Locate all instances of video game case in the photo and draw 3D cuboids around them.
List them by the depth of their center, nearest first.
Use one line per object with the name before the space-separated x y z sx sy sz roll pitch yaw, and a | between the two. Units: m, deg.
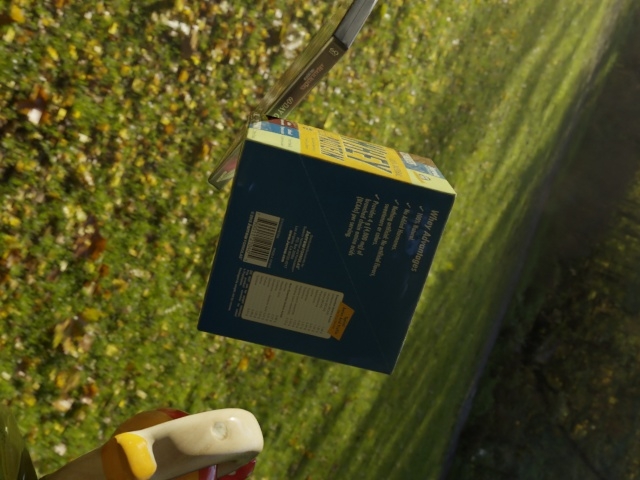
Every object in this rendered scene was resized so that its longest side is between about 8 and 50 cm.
video game case | -0.024 -0.191 0.905 0.274 0.026 0.196 -39 -162 45

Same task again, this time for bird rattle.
bird rattle | -0.128 0.183 0.581 0.253 0.143 0.207 12 145 -45

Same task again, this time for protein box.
protein box | 0.000 0.000 0.792 0.136 0.201 0.200 -98 -156 -70
